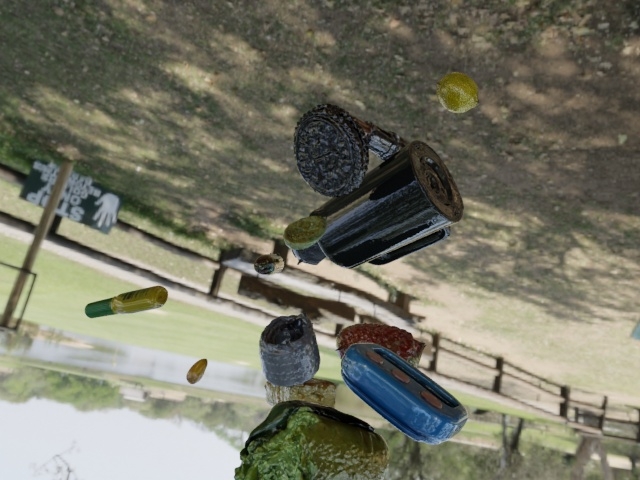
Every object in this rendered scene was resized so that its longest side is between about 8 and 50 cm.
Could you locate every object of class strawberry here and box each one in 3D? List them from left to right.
[{"bbox_3d":[0.203,0.445,2.201,0.343,0.292,0.292,16,164,14],"label":"strawberry"}]

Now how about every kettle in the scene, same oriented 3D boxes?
[{"bbox_3d":[0.166,-0.070,1.390,0.308,0.203,0.262,-30,164,33],"label":"kettle"}]

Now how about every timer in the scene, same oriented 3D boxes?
[{"bbox_3d":[0.219,0.401,1.546,0.340,0.115,0.309,34,-173,26],"label":"timer"}]

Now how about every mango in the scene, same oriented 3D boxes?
[{"bbox_3d":[-0.383,0.407,1.827,0.046,0.089,0.060,43,170,-23],"label":"mango"}]

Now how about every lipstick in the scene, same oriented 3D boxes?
[{"bbox_3d":[0.166,-0.247,1.507,0.081,0.081,0.299,-6,165,40],"label":"lipstick"}]

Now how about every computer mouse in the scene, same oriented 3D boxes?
[{"bbox_3d":[0.000,0.000,2.265,0.264,0.088,0.147,-39,135,11],"label":"computer mouse"}]

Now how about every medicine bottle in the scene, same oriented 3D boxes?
[{"bbox_3d":[-0.569,0.185,1.698,0.260,0.064,0.095,-13,-163,19],"label":"medicine bottle"}]

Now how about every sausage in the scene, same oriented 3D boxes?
[{"bbox_3d":[-0.167,0.077,1.930,0.082,0.082,0.371,10,179,1],"label":"sausage"}]

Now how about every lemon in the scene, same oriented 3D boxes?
[{"bbox_3d":[0.386,-0.414,1.643,0.133,0.109,0.109,30,162,2],"label":"lemon"}]

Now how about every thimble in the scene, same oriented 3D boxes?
[{"bbox_3d":[-0.100,0.360,1.959,0.205,0.172,0.236,4,-155,24],"label":"thimble"}]

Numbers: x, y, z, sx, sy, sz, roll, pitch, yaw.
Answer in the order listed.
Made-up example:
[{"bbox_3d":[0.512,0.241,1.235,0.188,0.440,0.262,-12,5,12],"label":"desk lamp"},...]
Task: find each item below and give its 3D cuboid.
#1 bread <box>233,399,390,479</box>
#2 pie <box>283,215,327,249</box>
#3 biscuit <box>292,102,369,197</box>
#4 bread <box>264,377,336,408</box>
[{"bbox_3d":[0.007,0.534,1.405,0.208,0.251,0.376,10,163,46],"label":"bread"},{"bbox_3d":[-0.025,-0.013,0.988,0.084,0.084,0.021,0,130,30],"label":"pie"},{"bbox_3d":[0.018,-0.182,1.195,0.194,0.195,0.053,-9,-165,46],"label":"biscuit"},{"bbox_3d":[-0.077,0.547,2.095,0.184,0.114,0.274,8,165,-21],"label":"bread"}]
